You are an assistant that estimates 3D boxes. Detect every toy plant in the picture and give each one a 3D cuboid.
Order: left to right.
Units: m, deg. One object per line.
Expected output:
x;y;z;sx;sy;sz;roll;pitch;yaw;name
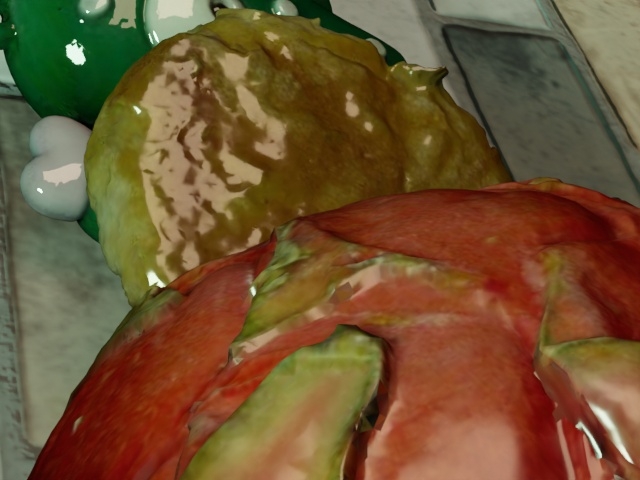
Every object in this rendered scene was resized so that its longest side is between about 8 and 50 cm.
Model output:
-0.072;-0.096;0.872;0.243;0.112;0.232;-13;64;-38;toy plant

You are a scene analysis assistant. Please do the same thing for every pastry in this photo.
0.000;0.000;0.749;0.229;0.100;0.218;-8;71;-36;pastry

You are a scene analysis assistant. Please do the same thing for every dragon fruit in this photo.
0.041;0.121;0.526;0.343;0.277;0.277;-19;50;-23;dragon fruit
